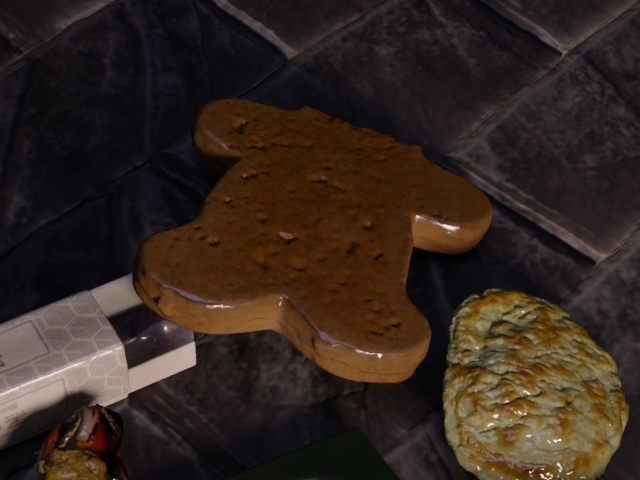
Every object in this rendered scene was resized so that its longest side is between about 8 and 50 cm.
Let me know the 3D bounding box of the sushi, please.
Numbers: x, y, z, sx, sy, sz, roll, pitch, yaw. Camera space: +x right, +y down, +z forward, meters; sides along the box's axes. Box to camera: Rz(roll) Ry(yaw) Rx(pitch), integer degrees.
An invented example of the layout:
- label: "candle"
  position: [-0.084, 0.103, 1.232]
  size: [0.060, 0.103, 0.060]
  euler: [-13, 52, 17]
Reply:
- label: "sushi"
  position: [-0.249, 0.265, 1.754]
  size: [0.097, 0.103, 0.226]
  euler: [17, 41, -21]

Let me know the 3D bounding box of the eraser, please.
- label: "eraser"
  position: [-0.333, 0.154, 1.851]
  size: [0.404, 0.096, 0.098]
  euler: [-23, 51, -19]

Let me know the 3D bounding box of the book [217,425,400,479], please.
- label: "book"
  position: [-0.005, 0.322, 1.649]
  size: [0.260, 0.043, 0.371]
  euler: [-19, 30, -14]

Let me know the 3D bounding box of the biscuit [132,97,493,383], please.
- label: "biscuit"
  position: [0.000, 0.000, 1.966]
  size: [0.368, 0.076, 0.394]
  euler: [18, 39, -1]

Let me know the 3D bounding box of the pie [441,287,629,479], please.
- label: "pie"
  position: [0.223, 0.166, 1.847]
  size: [0.201, 0.090, 0.248]
  euler: [13, 48, -3]
